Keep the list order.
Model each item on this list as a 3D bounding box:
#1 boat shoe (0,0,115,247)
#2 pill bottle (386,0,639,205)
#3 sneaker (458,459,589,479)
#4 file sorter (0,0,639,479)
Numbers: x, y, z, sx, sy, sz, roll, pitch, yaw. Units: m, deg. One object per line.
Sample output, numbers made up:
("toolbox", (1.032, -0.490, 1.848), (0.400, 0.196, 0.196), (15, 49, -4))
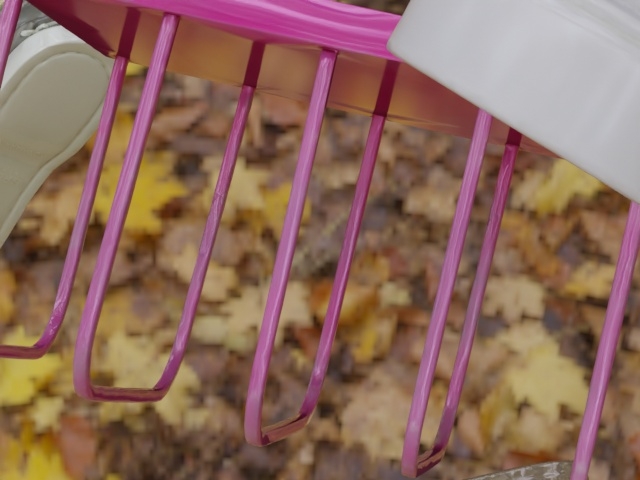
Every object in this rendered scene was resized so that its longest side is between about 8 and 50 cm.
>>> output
("boat shoe", (-0.255, -0.057, 1.388), (0.109, 0.305, 0.091), (26, 31, -42))
("pill bottle", (0.095, -0.099, 0.382), (0.108, 0.193, 0.108), (30, 6, -4))
("sneaker", (0.089, 0.197, 1.304), (0.188, 0.066, 0.071), (-18, 71, 21))
("file sorter", (0.000, 0.000, 0.884), (0.290, 0.202, 0.182), (13, 88, 9))
